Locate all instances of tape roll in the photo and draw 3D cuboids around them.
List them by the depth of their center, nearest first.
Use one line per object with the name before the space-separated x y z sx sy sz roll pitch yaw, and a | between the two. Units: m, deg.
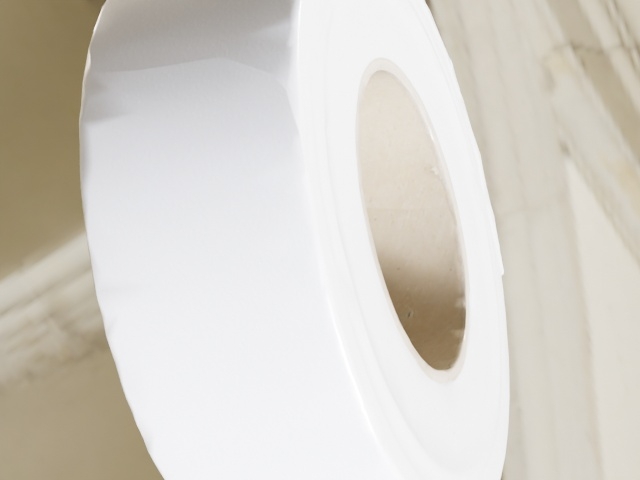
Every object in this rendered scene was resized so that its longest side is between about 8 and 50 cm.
tape roll | 0.000 0.000 0.855 0.100 0.286 0.286 -12 -134 19
